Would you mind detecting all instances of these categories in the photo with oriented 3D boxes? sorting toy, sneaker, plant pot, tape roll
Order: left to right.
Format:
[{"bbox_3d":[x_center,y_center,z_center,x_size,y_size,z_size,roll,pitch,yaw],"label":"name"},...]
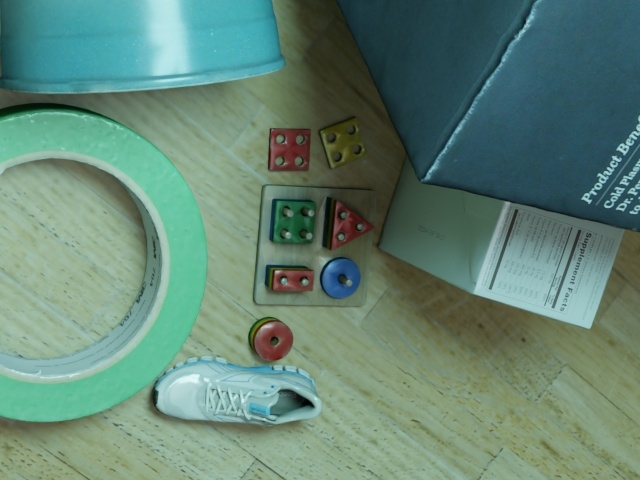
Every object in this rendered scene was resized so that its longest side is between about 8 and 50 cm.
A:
[{"bbox_3d":[-0.279,0.022,1.456,0.321,0.077,0.321,-4,102,-19],"label":"tape roll"},{"bbox_3d":[-0.175,-0.280,1.330,0.272,0.271,0.255,-7,103,-18],"label":"plant pot"},{"bbox_3d":[-0.085,0.170,1.549,0.191,0.083,0.071,0,102,-18],"label":"sneaker"},{"bbox_3d":[0.000,0.000,1.567,0.132,0.046,0.274,2,99,-20],"label":"sorting toy"}]

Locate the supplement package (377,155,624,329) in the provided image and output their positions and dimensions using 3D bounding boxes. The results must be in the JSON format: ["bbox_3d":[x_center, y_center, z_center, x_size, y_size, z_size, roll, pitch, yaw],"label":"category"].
[{"bbox_3d":[0.199,-0.046,1.512,0.145,0.262,0.204,17,94,-22],"label":"supplement package"}]

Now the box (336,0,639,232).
[{"bbox_3d":[0.282,-0.256,1.309,0.472,0.480,0.297,13,126,-27],"label":"box"}]
